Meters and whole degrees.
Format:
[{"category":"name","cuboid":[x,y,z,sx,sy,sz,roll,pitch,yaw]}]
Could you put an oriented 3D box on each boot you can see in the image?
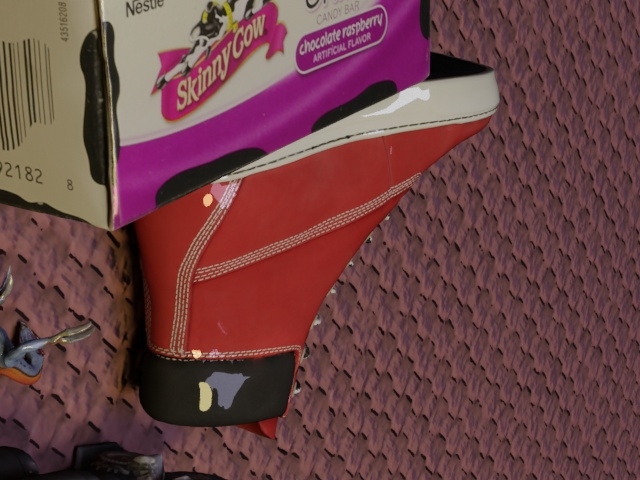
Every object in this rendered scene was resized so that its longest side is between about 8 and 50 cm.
[{"category":"boot","cuboid":[0.000,0.000,0.859,0.244,0.088,0.176,-22,119,-45]}]

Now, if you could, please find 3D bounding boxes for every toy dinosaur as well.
[{"category":"toy dinosaur","cuboid":[-0.143,0.039,0.703,0.090,0.047,0.082,-27,140,-12]}]

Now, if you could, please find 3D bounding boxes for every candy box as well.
[{"category":"candy box","cuboid":[-0.105,-0.078,0.515,0.159,0.233,0.071,-30,125,-52]}]

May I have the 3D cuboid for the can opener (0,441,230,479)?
[{"category":"can opener","cuboid":[-0.128,0.138,0.705,0.283,0.076,0.095,-2,101,-57]}]
